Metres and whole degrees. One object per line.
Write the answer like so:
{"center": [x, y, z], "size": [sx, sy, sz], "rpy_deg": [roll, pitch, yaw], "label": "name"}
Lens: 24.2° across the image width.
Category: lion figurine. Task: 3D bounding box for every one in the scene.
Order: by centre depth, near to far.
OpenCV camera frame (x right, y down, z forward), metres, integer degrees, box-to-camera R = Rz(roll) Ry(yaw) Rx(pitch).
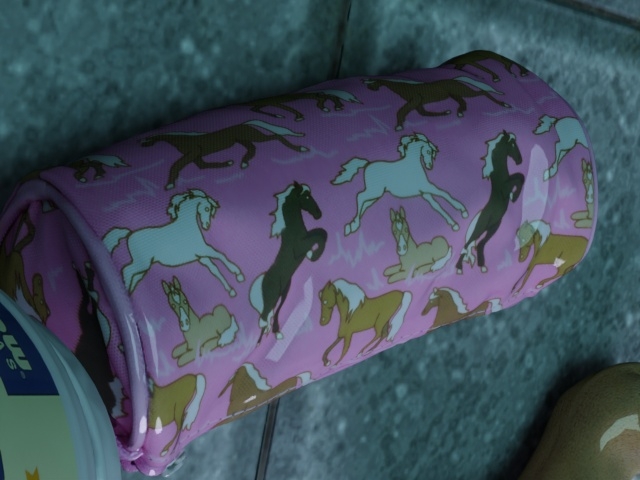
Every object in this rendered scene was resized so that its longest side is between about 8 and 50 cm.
{"center": [0.194, 0.210, 1.142], "size": [0.240, 0.142, 0.392], "rpy_deg": [55, 49, -27], "label": "lion figurine"}

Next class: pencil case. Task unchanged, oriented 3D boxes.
{"center": [0.000, 0.000, 0.877], "size": [0.386, 0.160, 0.167], "rpy_deg": [-21, 141, -39], "label": "pencil case"}

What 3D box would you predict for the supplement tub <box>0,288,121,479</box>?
{"center": [-0.226, 0.106, 0.565], "size": [0.325, 0.235, 0.235], "rpy_deg": [21, 85, -75], "label": "supplement tub"}
